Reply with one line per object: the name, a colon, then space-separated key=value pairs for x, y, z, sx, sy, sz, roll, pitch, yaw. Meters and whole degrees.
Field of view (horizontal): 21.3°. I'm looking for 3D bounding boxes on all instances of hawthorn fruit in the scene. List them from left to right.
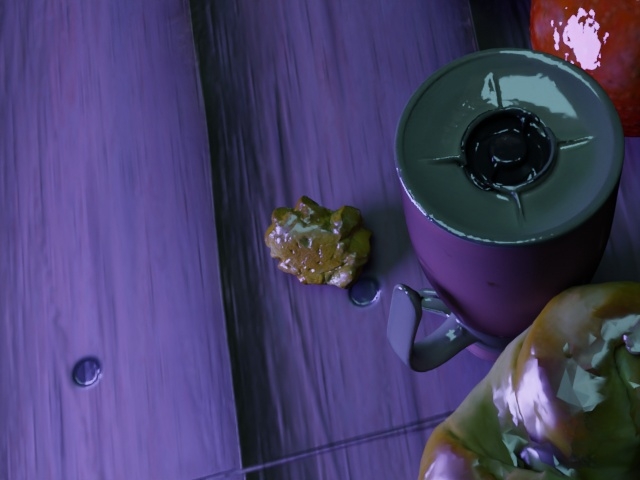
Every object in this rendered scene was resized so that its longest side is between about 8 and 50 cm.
hawthorn fruit: x=0.238 y=-0.160 z=1.280 sx=0.196 sy=0.196 sz=0.225 roll=37 pitch=103 yaw=33

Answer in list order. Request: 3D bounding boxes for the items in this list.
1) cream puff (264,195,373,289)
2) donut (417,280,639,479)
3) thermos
cream puff: x=0.000 y=0.000 z=1.369 sx=0.083 sy=0.083 sz=0.058 roll=-28 pitch=12 yaw=20
donut: x=0.232 y=0.199 z=1.082 sx=0.360 sy=0.170 sz=0.360 roll=-6 pitch=74 yaw=22
thermos: x=0.120 y=0.005 z=1.183 sx=0.176 sy=0.265 sz=0.146 roll=-33 pitch=64 yaw=-12
